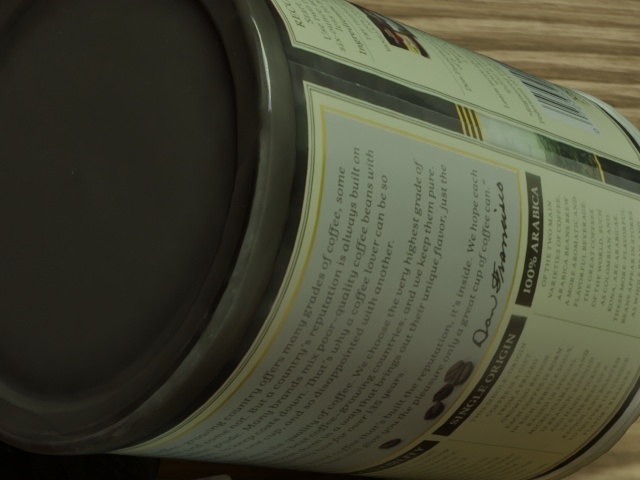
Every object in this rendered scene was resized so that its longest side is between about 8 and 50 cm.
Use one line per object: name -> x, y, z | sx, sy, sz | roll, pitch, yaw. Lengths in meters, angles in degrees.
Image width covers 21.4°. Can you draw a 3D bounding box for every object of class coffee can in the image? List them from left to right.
coffee can -> 0.000, 0.000, 0.721 | 0.275, 0.201, 0.201 | 14, 25, -46

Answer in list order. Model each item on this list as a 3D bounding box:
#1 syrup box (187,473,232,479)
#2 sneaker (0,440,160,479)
syrup box -> -0.039, 0.199, 0.596 | 0.093, 0.096, 0.237 | -4, 38, -29
sneaker -> -0.177, 0.051, 0.763 | 0.227, 0.087, 0.130 | 9, 41, 2
